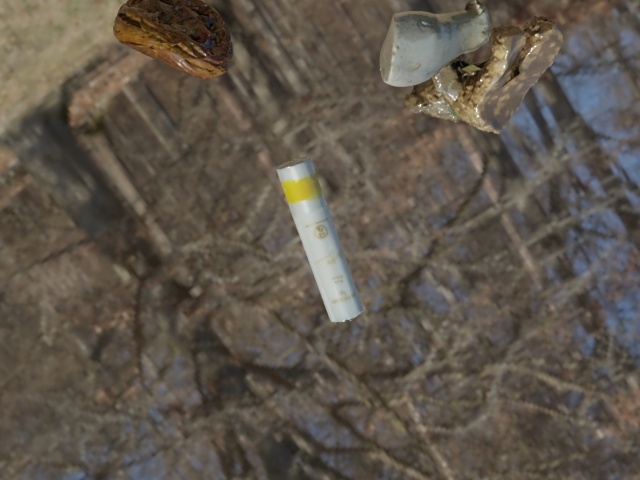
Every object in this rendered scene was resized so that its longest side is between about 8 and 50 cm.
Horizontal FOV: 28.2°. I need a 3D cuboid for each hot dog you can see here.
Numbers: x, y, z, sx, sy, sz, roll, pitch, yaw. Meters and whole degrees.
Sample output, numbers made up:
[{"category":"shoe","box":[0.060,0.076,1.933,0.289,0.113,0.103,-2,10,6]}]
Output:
[{"category":"hot dog","box":[-0.262,-0.371,2.282,0.160,0.227,0.099,-61,176,-42]}]

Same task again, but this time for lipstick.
[{"category":"lipstick","box":[0.000,0.000,2.002,0.059,0.264,0.059,-18,-169,4]}]

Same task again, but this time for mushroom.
[{"category":"mushroom","box":[0.174,-0.296,1.920,0.225,0.116,0.093,-13,-139,-34]}]

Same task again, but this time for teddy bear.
[{"category":"teddy bear","box":[0.320,-0.344,2.532,0.246,0.296,0.222,-13,-134,-37]}]
